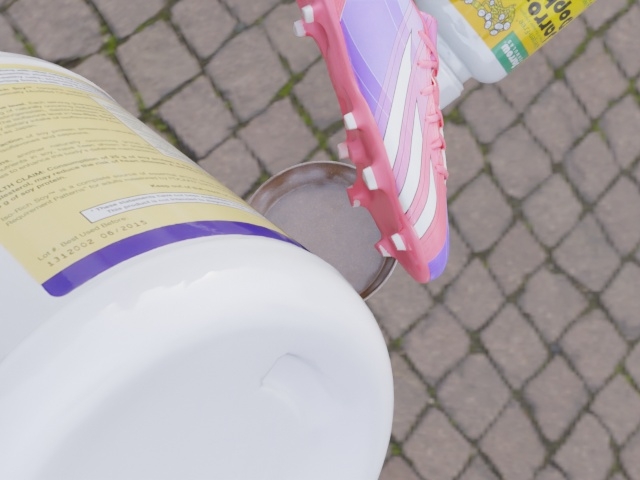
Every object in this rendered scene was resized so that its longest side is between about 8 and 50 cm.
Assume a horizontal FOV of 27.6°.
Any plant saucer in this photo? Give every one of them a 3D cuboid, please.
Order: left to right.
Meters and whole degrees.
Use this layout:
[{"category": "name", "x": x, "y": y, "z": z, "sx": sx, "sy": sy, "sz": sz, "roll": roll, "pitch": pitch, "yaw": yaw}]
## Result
[{"category": "plant saucer", "x": 0.000, "y": 0.000, "z": 1.329, "sx": 0.169, "sy": 0.029, "sz": 0.168, "roll": -2, "pitch": 69, "yaw": 6}]

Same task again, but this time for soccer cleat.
[{"category": "soccer cleat", "x": 0.050, "y": -0.097, "z": 0.869, "sx": 0.095, "sy": 0.083, "sz": 0.248, "roll": -19, "pitch": 86, "yaw": -11}]

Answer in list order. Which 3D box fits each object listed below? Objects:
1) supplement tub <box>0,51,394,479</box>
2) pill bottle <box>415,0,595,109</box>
[{"category": "supplement tub", "x": -0.149, "y": 0.044, "z": 0.677, "sx": 0.241, "sy": 0.331, "sz": 0.241, "roll": -23, "pitch": 130, "yaw": -29}, {"category": "pill bottle", "x": 0.162, "y": -0.220, "z": 1.197, "sx": 0.208, "sy": 0.117, "sz": 0.117, "roll": -40, "pitch": 108, "yaw": 7}]
